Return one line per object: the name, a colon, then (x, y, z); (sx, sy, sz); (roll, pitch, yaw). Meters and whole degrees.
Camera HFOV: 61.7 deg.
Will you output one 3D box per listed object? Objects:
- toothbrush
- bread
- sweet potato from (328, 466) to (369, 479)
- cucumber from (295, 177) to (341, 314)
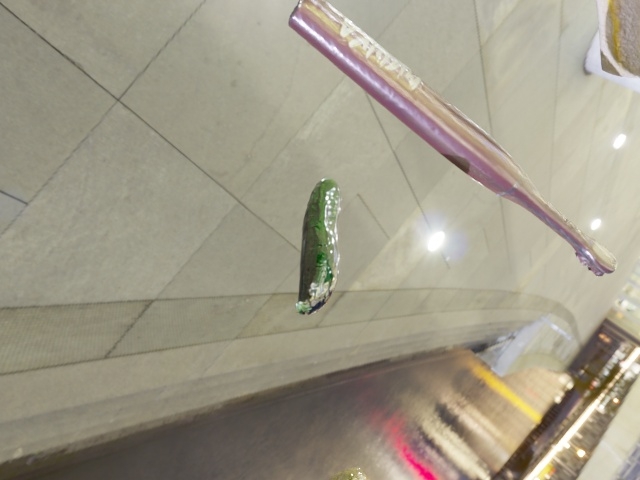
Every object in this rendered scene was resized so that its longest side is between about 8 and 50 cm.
toothbrush: (0.122, -0.087, 0.466); (0.041, 0.364, 0.041); (-52, -174, 8)
bread: (0.285, -0.224, 0.485); (0.152, 0.077, 0.105); (12, 103, -41)
sweet potato: (0.024, 0.227, 0.471); (0.038, 0.041, 0.153); (-33, 146, -18)
cucumber: (0.000, 0.000, 0.441); (0.184, 0.033, 0.036); (-86, -173, -54)
